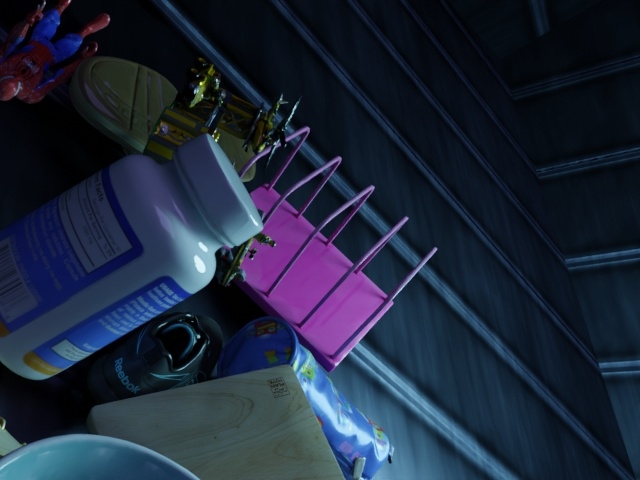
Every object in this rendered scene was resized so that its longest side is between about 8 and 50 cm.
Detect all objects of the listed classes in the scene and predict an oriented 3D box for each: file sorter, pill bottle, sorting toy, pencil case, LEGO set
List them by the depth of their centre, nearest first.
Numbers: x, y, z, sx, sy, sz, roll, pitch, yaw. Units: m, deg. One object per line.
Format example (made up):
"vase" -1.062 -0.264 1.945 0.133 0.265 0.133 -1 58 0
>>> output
"pill bottle" -0.200 0.009 0.821 0.152 0.272 0.152 60 2 -3
"sorting toy" -0.104 0.288 0.910 0.257 0.089 0.255 -6 57 -37
"LEGO set" -0.134 -0.035 1.030 0.192 0.331 0.255 26 23 -8
"pencil case" -0.015 0.239 1.152 0.306 0.119 0.133 52 3 -37
"file sorter" 0.000 0.000 1.244 0.290 0.182 0.202 43 39 6

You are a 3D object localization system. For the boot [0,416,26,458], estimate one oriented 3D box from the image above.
"boot" -0.325 0.162 0.789 0.262 0.095 0.203 23 46 -46

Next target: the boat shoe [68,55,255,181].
"boat shoe" -0.235 -0.148 1.190 0.341 0.110 0.122 29 54 -51

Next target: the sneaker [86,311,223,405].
"sneaker" -0.171 0.138 1.019 0.101 0.106 0.267 52 18 3

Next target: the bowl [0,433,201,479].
"bowl" -0.184 0.327 0.645 0.311 0.163 0.311 36 24 -19

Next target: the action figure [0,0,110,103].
"action figure" -0.342 -0.276 1.101 0.091 0.139 0.280 47 34 -24
